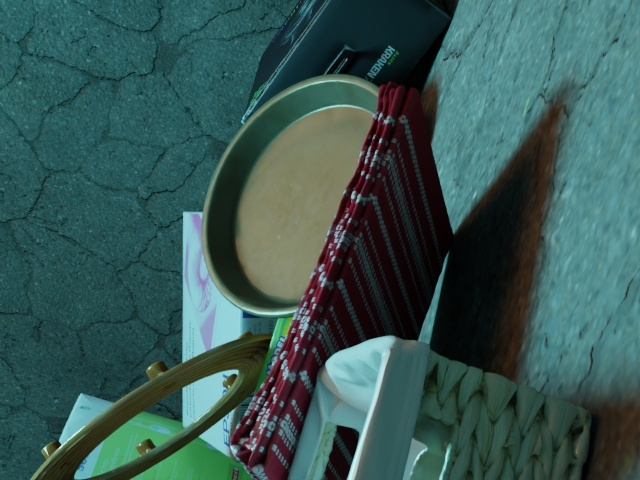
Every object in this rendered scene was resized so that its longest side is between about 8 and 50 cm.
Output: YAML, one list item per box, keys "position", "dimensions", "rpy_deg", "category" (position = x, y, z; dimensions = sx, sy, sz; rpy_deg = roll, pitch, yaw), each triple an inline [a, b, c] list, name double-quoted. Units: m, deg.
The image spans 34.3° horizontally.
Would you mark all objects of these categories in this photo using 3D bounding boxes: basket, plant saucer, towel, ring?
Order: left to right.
- position: [-0.188, 0.202, 1.178]
  dimensions: [0.336, 0.032, 0.336]
  rpy_deg: [-33, -16, -11]
  category: "ring"
- position: [-0.014, -0.046, 1.107]
  dimensions: [0.277, 0.041, 0.278]
  rpy_deg: [-17, 60, 32]
  category: "plant saucer"
- position: [0.027, 0.056, 0.688]
  dimensions: [0.199, 0.031, 0.275]
  rpy_deg: [65, -138, -55]
  category: "towel"
- position: [0.047, 0.119, 0.505]
  dimensions: [0.167, 0.103, 0.113]
  rpy_deg: [132, 156, -76]
  category: "basket"

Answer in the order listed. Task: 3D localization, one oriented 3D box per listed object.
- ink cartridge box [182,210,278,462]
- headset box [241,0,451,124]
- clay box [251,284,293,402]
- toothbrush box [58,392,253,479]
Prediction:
- position: [-0.148, 0.120, 1.480]
  dimensions: [0.330, 0.071, 0.324]
  rpy_deg: [4, 94, 63]
  category: "ink cartridge box"
- position: [0.030, -0.241, 1.283]
  dimensions: [0.246, 0.131, 0.283]
  rpy_deg: [-51, 14, 22]
  category: "headset box"
- position: [-0.037, 0.167, 1.153]
  dimensions: [0.127, 0.053, 0.222]
  rpy_deg: [45, -117, -78]
  category: "clay box"
- position: [-0.246, 0.355, 1.497]
  dimensions: [0.206, 0.283, 0.122]
  rpy_deg: [-91, 21, -69]
  category: "toothbrush box"
